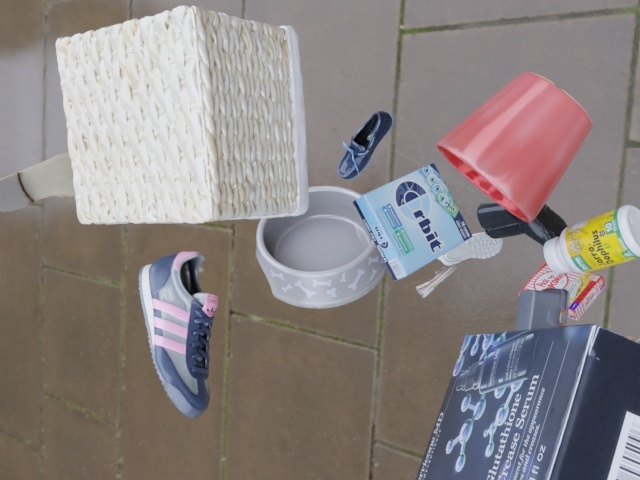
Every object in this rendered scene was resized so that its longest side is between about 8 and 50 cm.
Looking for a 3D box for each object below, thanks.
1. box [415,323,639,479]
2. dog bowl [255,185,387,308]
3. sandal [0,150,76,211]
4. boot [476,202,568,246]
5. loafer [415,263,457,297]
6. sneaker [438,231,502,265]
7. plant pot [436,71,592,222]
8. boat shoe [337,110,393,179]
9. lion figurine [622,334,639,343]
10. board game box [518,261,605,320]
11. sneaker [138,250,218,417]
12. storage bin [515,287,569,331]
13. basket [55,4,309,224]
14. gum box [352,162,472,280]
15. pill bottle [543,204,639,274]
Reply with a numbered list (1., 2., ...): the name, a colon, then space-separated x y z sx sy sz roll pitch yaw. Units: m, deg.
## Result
1. box: 0.318 0.294 0.838 0.212 0.395 0.293 23 77 -3
2. dog bowl: 0.000 0.000 1.505 0.349 0.349 0.102 31 148 31
3. sandal: -0.482 -0.118 1.122 0.079 0.240 0.088 -134 29 -68
4. boot: 0.611 -0.037 1.829 0.246 0.094 0.207 43 154 -18
5. loafer: 0.312 0.101 1.636 0.125 0.045 0.039 -43 76 2
6. sneaker: 0.469 0.013 1.945 0.095 0.235 0.090 -142 45 -69
7. plant pot: 0.437 -0.216 1.340 0.243 0.275 0.275 -50 64 9
8. boat shoe: 0.125 -0.314 1.956 0.109 0.089 0.258 41 112 28
9. lion figurine: 0.819 0.369 1.428 0.240 0.142 0.392 81 174 -49
10. board game box: 0.707 0.146 1.789 0.194 0.147 0.045 17 145 54
11. sneaker: -0.246 0.164 1.144 0.131 0.112 0.318 -25 70 12
12. storage bin: 0.516 0.174 1.419 0.098 0.091 0.135 178 100 -70
13. basket: -0.225 -0.184 1.018 0.329 0.266 0.331 0 99 31
14. gum box: 0.168 -0.037 1.080 0.041 0.184 0.156 -31 86 56
15. pill bottle: 0.619 0.008 1.372 0.208 0.118 0.117 -27 77 48
